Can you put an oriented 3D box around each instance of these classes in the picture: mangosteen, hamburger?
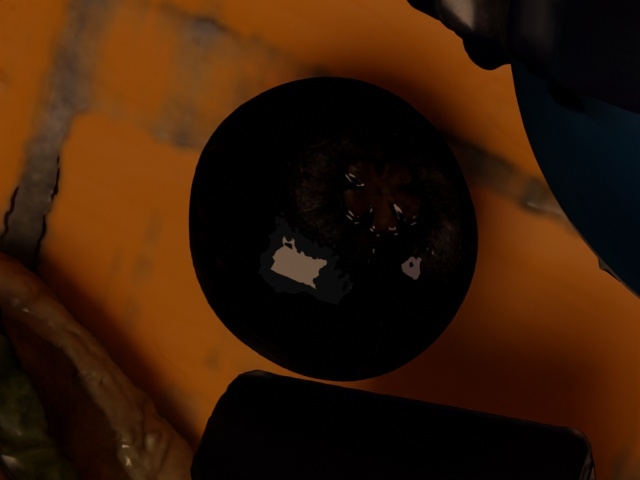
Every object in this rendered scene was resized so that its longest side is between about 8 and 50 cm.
[{"bbox_3d":[0.000,0.000,0.704,0.137,0.137,0.151,44,158,0],"label":"mangosteen"},{"bbox_3d":[-0.196,0.119,0.820,0.330,0.162,0.209,37,125,10],"label":"hamburger"}]

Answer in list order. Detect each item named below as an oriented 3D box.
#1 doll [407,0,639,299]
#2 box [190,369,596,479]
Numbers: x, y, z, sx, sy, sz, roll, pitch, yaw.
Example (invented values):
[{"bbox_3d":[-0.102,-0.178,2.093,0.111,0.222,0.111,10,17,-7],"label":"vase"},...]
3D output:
[{"bbox_3d":[0.175,-0.079,0.467,0.284,0.310,0.240,16,117,17],"label":"doll"},{"bbox_3d":[0.051,0.169,0.725,0.168,0.071,0.259,9,144,21],"label":"box"}]
